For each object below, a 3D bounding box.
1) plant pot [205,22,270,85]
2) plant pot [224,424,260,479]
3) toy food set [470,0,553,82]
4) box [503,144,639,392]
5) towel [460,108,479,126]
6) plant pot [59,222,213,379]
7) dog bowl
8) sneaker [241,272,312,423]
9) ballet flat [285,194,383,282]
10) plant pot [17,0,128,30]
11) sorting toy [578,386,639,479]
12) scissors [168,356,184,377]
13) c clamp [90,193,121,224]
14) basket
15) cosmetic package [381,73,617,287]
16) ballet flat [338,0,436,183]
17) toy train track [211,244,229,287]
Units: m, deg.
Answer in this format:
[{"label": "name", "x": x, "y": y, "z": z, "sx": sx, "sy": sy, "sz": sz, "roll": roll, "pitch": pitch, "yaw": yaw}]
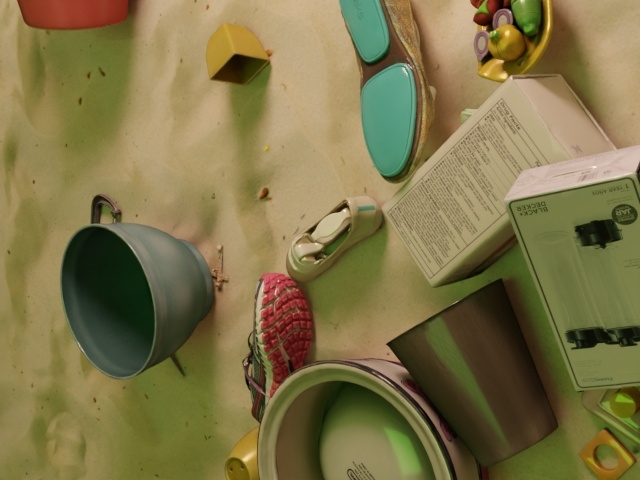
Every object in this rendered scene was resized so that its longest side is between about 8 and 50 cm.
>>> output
[{"label": "plant pot", "x": -0.152, "y": -0.332, "z": 1.727, "sx": 0.081, "sy": 0.081, "sz": 0.083, "roll": -37, "pitch": 62, "yaw": 39}, {"label": "plant pot", "x": -0.121, "y": 0.419, "z": 1.831, "sx": 0.134, "sy": 0.095, "sz": 0.134, "roll": 10, "pitch": 105, "yaw": 39}, {"label": "toy food set", "x": 0.241, "y": -0.319, "z": 1.331, "sx": 0.128, "sy": 0.071, "sz": 0.217, "roll": -26, "pitch": 52, "yaw": 44}, {"label": "box", "x": 0.358, "y": 0.041, "z": 1.219, "sx": 0.169, "sy": 0.087, "sz": 0.290, "roll": -13, "pitch": 112, "yaw": 33}, {"label": "towel", "x": 0.268, "y": -0.132, "z": 1.437, "sx": 0.152, "sy": 0.023, "sz": 0.113, "roll": 11, "pitch": 105, "yaw": 39}, {"label": "plant pot", "x": -0.331, "y": 0.097, "z": 1.880, "sx": 0.293, "sy": 0.196, "sz": 0.293, "roll": 12, "pitch": 108, "yaw": 40}, {"label": "dog bowl", "x": 0.092, "y": 0.376, "z": 1.605, "sx": 0.408, "sy": 0.150, "sz": 0.408, "roll": 10, "pitch": 105, "yaw": 39}, {"label": "sneaker", "x": -0.089, "y": 0.202, "z": 1.744, "sx": 0.112, "sy": 0.121, "sz": 0.299, "roll": 11, "pitch": 108, "yaw": 43}, {"label": "ballet flat", "x": 0.000, "y": 0.000, "z": 1.655, "sx": 0.248, "sy": 0.086, "sz": 0.086, "roll": -40, "pitch": 72, "yaw": 38}, {"label": "plant pot", "x": -0.471, "y": -0.533, "z": 1.855, "sx": 0.275, "sy": 0.275, "sz": 0.243, "roll": 19, "pitch": 120, "yaw": 37}, {"label": "sorting toy", "x": 0.458, "y": 0.209, "z": 1.323, "sx": 0.196, "sy": 0.047, "sz": 0.347, "roll": 37, "pitch": 121, "yaw": 30}, {"label": "scissors", "x": -0.365, "y": 0.152, "z": 2.022, "sx": 0.297, "sy": 0.021, "sz": 0.109, "roll": 46, "pitch": 140, "yaw": 25}, {"label": "c clamp", "x": -0.443, "y": -0.015, "z": 2.078, "sx": 0.137, "sy": 0.022, "sz": 0.160, "roll": 16, "pitch": 110, "yaw": 43}, {"label": "basket", "x": 0.237, "y": 0.202, "z": 1.449, "sx": 0.204, "sy": 0.154, "sz": 0.227, "roll": -34, "pitch": 80, "yaw": 24}, {"label": "cosmetic package", "x": 0.242, "y": -0.080, "z": 1.372, "sx": 0.296, "sy": 0.129, "sz": 0.153, "roll": -45, "pitch": 67, "yaw": 40}, {"label": "ballet flat", "x": 0.114, "y": -0.250, "z": 1.468, "sx": 0.123, "sy": 0.123, "sz": 0.348, "roll": -26, "pitch": 70, "yaw": 41}, {"label": "toy train track", "x": -0.195, "y": 0.050, "z": 1.877, "sx": 0.048, "sy": 0.014, "sz": 0.083, "roll": 15, "pitch": 107, "yaw": 38}]
